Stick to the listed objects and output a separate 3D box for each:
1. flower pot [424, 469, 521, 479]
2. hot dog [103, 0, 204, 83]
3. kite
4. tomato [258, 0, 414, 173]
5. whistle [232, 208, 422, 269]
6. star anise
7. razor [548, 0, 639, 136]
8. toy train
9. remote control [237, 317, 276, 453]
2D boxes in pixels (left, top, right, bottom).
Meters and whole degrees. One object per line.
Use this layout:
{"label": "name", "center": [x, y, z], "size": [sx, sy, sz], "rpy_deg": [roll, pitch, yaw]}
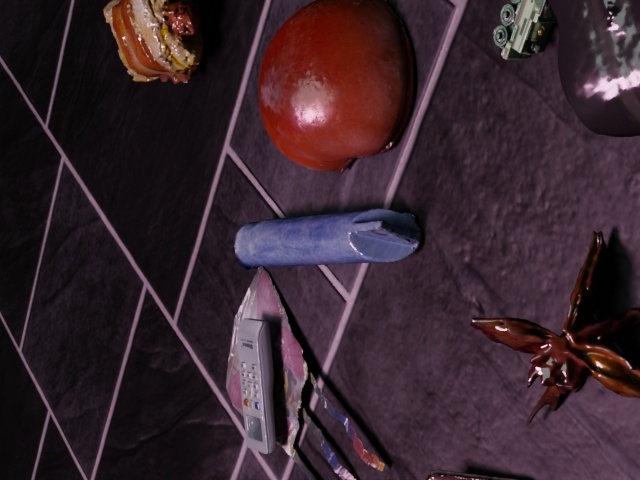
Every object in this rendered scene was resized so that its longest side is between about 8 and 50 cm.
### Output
{"label": "flower pot", "center": [0.135, 0.356, 1.313], "size": [0.179, 0.084, 0.250], "rpy_deg": [-1, 93, 44]}
{"label": "hot dog", "center": [-0.212, -0.279, 1.804], "size": [0.213, 0.103, 0.146], "rpy_deg": [13, 125, 65]}
{"label": "kite", "center": [-0.029, 0.195, 1.638], "size": [0.360, 0.022, 0.204], "rpy_deg": [46, 130, 45]}
{"label": "tomato", "center": [-0.006, -0.178, 1.487], "size": [0.228, 0.112, 0.199], "rpy_deg": [-26, 70, 52]}
{"label": "whistle", "center": [0.000, 0.000, 1.536], "size": [0.304, 0.062, 0.062], "rpy_deg": [-4, 90, 56]}
{"label": "star anise", "center": [0.228, 0.100, 1.219], "size": [0.140, 0.144, 0.158], "rpy_deg": [-28, 70, 6]}
{"label": "razor", "center": [0.311, -0.193, 0.997], "size": [0.349, 0.113, 0.204], "rpy_deg": [-10, 86, 54]}
{"label": "toy train", "center": [0.191, -0.202, 1.251], "size": [0.053, 0.033, 0.083], "rpy_deg": [43, 128, 42]}
{"label": "remote control", "center": [-0.075, 0.177, 1.670], "size": [0.061, 0.029, 0.162], "rpy_deg": [5, 100, 63]}
